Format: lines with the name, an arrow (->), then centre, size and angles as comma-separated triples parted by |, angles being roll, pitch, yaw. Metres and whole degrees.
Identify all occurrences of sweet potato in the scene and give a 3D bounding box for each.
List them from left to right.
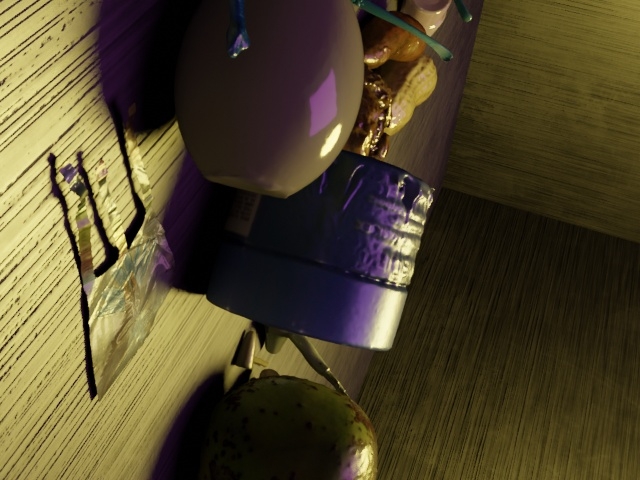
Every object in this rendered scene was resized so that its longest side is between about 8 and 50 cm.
sweet potato -> 0.120, -0.367, 1.411 | 0.292, 0.097, 0.097 | -31, 138, -59

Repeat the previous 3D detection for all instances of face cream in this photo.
face cream -> 0.000, 0.000, 0.984 | 0.249, 0.249, 0.225 | 13, 91, -78
face cream -> 0.213, -0.476, 1.696 | 0.274, 0.096, 0.154 | 114, -9, -81

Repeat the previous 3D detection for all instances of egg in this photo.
egg -> -0.045, -0.159, 0.728 | 0.176, 0.176, 0.232 | -1, 103, -77

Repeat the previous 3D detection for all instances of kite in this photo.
kite -> -0.183, 0.007, 0.735 | 0.310, 0.015, 0.169 | 99, 15, -44

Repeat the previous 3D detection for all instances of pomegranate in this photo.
pomegranate -> -0.055, 0.320, 1.215 | 0.341, 0.285, 0.285 | -103, -157, -67

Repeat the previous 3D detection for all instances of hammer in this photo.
hammer -> -0.108, 0.192, 1.312 | 0.195, 0.028, 0.060 | 68, 34, -76

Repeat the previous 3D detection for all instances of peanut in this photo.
peanut -> 0.142, -0.288, 1.543 | 0.257, 0.123, 0.123 | -51, 157, -35

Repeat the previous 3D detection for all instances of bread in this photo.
bread -> 0.043, -0.172, 1.245 | 0.230, 0.123, 0.230 | 19, 90, -76

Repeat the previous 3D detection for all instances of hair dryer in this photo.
hair dryer -> -0.035, 0.190, 1.303 | 0.067, 0.199, 0.167 | -32, 172, -26

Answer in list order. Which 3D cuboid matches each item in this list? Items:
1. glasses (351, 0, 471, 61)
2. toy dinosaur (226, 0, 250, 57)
glasses -> 0.118, -0.366, 1.183 | 0.088, 0.220, 0.190 | -29, -154, 44
toy dinosaur -> -0.052, -0.317, 0.632 | 0.144, 0.076, 0.329 | 49, 48, -48
